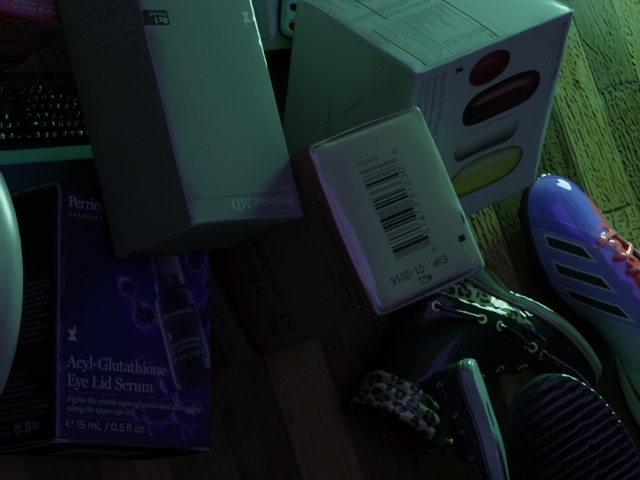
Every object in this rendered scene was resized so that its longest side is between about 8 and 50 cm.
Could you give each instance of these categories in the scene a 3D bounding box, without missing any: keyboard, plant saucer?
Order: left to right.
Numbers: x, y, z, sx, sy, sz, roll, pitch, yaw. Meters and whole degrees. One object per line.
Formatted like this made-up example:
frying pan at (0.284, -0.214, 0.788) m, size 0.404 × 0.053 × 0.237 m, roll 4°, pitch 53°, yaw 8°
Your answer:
plant saucer at (-0.218, -0.044, 1.578) m, size 0.192 × 0.018 × 0.067 m, roll -6°, pitch 117°, yaw -35°
keyboard at (-0.218, -0.098, 1.603) m, size 0.192 × 0.038 × 0.100 m, roll -6°, pitch 80°, yaw -35°

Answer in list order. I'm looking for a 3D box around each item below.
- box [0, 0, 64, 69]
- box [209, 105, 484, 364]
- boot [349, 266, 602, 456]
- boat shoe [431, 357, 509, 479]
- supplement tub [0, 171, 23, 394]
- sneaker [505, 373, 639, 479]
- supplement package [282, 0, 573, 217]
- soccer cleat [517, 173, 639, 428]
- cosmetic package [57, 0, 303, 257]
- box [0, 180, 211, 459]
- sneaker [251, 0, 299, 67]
box at (-0.331, -0.224, 1.506) m, size 0.257 × 0.128 × 0.122 m, roll 7°, pitch 73°, yaw -34°
box at (0.000, 0.000, 1.603) m, size 0.127 × 0.232 × 0.148 m, roll -23°, pitch 90°, yaw -37°
boot at (0.141, 0.128, 1.763) m, size 0.236 × 0.085 × 0.178 m, roll 35°, pitch 64°, yaw -22°
boat shoe at (0.135, 0.171, 1.685) m, size 0.049 × 0.040 × 0.142 m, roll -64°, pitch 139°, yaw -70°
supplement tub at (-0.396, 0.029, 1.321) m, size 0.325 × 0.235 × 0.235 m, roll 2°, pitch 76°, yaw -34°
sneaker at (0.243, 0.259, 1.756) m, size 0.122 × 0.146 × 0.330 m, roll -27°, pitch 107°, yaw -6°
supplement package at (0.090, -0.128, 1.701) m, size 0.203 × 0.194 × 0.149 m, roll -26°, pitch 48°, yaw -37°
soccer cleat at (0.312, 0.062, 1.872) m, size 0.108 × 0.116 × 0.318 m, roll -38°, pitch 99°, yaw -36°
cosmetic package at (-0.112, -0.112, 1.491) m, size 0.127 × 0.107 × 0.238 m, roll -8°, pitch 78°, yaw -46°
box at (-0.177, 0.068, 1.524) m, size 0.153 × 0.108 × 0.207 m, roll 7°, pitch 76°, yaw -40°
sneaker at (-0.064, -0.250, 1.713) m, size 0.256 × 0.094 × 0.151 m, roll 30°, pitch 55°, yaw -27°
